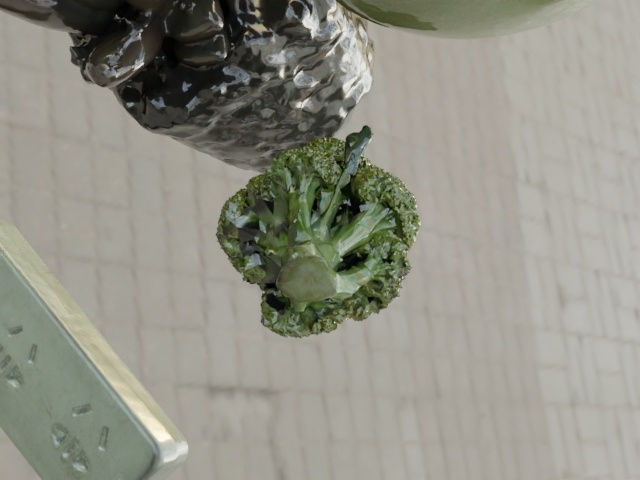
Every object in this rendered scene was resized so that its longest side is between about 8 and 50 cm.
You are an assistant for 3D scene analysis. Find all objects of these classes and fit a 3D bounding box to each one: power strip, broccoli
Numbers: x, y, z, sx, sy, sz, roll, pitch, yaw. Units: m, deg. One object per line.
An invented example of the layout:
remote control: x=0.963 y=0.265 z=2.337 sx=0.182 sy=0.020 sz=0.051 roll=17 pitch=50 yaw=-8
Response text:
power strip: x=-0.217 y=0.075 z=1.170 sx=0.288 sy=0.093 sz=0.053 roll=48 pitch=18 yaw=14
broccoli: x=0.000 y=0.000 z=1.022 sx=0.120 sy=0.131 sz=0.130 roll=-70 pitch=143 yaw=-62

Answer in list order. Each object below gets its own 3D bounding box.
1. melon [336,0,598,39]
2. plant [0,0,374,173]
melon: x=0.095 y=-0.247 z=0.869 sx=0.271 sy=0.308 sz=0.272 roll=37 pitch=9 yaw=-7
plant: x=-0.097 y=-0.173 z=1.060 sx=0.194 sy=0.181 sz=0.320 roll=46 pitch=4 yaw=32
